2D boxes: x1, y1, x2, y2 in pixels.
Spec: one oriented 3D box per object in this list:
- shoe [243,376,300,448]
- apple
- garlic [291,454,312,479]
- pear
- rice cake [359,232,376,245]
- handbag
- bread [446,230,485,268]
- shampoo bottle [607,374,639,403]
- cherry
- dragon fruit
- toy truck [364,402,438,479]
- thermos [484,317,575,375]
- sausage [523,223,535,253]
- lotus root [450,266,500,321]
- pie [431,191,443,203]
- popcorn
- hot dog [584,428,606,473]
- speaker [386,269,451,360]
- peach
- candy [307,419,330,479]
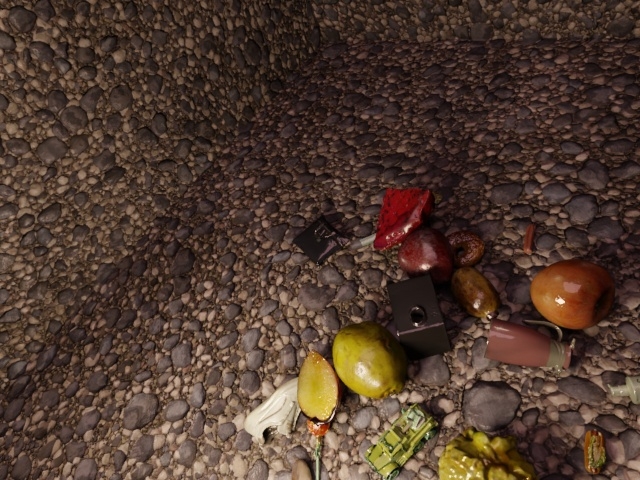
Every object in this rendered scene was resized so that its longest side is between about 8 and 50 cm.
[{"bbox_3d":[-0.137,0.664,1.711,0.316,0.124,0.159,-38,45,-1],"label":"shoe"},{"bbox_3d":[0.862,0.177,1.557,0.254,0.253,0.253,-14,48,15],"label":"apple"},{"bbox_3d":[-0.071,0.820,1.575,0.084,0.066,0.152,-22,50,21],"label":"garlic"},{"bbox_3d":[0.179,0.434,1.649,0.269,0.269,0.321,-29,36,1],"label":"pear"},{"bbox_3d":[0.275,-0.024,2.150,0.180,0.030,0.042,-23,51,7],"label":"rice cake"},{"bbox_3d":[0.000,0.000,2.226,0.211,0.088,0.254,-43,48,-4],"label":"handbag"},{"bbox_3d":[0.599,0.035,1.922,0.194,0.064,0.193,-13,52,17],"label":"bread"},{"bbox_3d":[1.022,0.443,1.355,0.263,0.085,0.085,-11,49,18],"label":"shampoo bottle"},{"bbox_3d":[0.436,0.069,1.855,0.230,0.203,0.300,-51,36,14],"label":"cherry"},{"bbox_3d":[0.342,-0.093,2.029,0.240,0.302,0.330,38,90,21],"label":"dragon fruit"},{"bbox_3d":[0.258,0.659,1.509,0.259,0.135,0.128,-44,47,-9],"label":"toy truck"},{"bbox_3d":[0.713,0.352,1.546,0.265,0.146,0.176,10,65,21],"label":"thermos"},{"bbox_3d":[0.858,-0.007,1.852,0.030,0.035,0.146,-25,34,53],"label":"sausage"},{"bbox_3d":[0.597,0.209,1.731,0.145,0.128,0.260,-38,42,11],"label":"lotus root"},{"bbox_3d":[0.550,-0.203,2.178,0.085,0.017,0.085,-13,48,14],"label":"pie"},{"bbox_3d":[0.486,0.683,1.323,0.258,0.223,0.270,-21,35,-14],"label":"popcorn"},{"bbox_3d":[0.812,0.624,1.333,0.057,0.041,0.133,5,55,30],"label":"hot dog"},{"bbox_3d":[0.367,0.282,1.707,0.184,0.232,0.253,-16,48,11],"label":"speaker"},{"bbox_3d":[-0.001,0.543,1.671,0.189,0.068,0.278,-22,55,25],"label":"peach"},{"bbox_3d":[-0.011,0.758,1.613,0.084,0.078,0.287,-31,47,43],"label":"candy"}]
